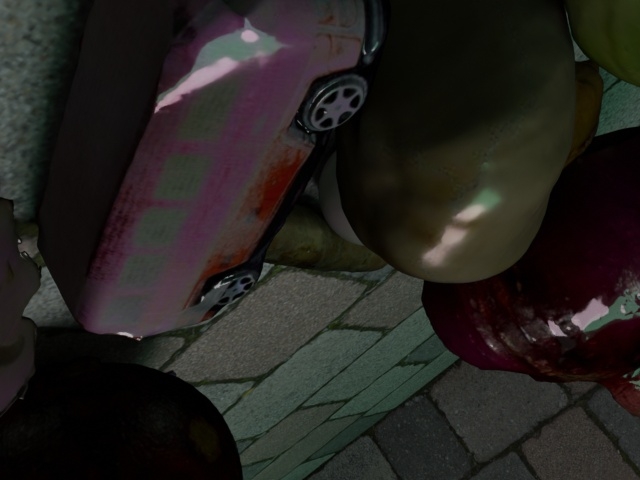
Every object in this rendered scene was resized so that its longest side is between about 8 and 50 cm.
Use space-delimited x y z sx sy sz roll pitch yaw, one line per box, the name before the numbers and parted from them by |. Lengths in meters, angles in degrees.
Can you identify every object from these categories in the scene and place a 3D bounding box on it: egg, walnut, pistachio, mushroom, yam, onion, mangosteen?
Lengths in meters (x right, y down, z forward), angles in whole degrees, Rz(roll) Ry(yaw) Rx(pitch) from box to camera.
egg | 0.049 -0.049 0.681 0.103 0.103 0.135 -33 156 -6
walnut | 0.227 -0.125 0.754 0.245 0.137 0.137 -34 158 -4
pistachio | 0.108 -0.097 0.483 0.166 0.197 0.288 -26 -151 50
mushroom | -0.261 0.046 0.423 0.117 0.141 0.188 3 138 -5
yam | 0.000 0.000 0.757 0.317 0.067 0.071 8 104 -59
onion | 0.361 0.080 0.918 0.398 0.420 0.398 -29 178 -1
mangosteen | -0.218 0.295 0.666 0.306 0.359 0.306 -17 -177 1

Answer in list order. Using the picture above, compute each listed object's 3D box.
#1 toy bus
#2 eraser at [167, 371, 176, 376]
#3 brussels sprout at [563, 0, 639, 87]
toy bus | -0.084 -0.062 0.434 0.147 0.127 0.302 -11 148 -39
eraser | -0.286 0.238 0.865 0.225 0.036 0.082 -17 149 -37
brussels sprout | 0.268 -0.237 0.392 0.328 0.247 0.328 -49 150 -42
